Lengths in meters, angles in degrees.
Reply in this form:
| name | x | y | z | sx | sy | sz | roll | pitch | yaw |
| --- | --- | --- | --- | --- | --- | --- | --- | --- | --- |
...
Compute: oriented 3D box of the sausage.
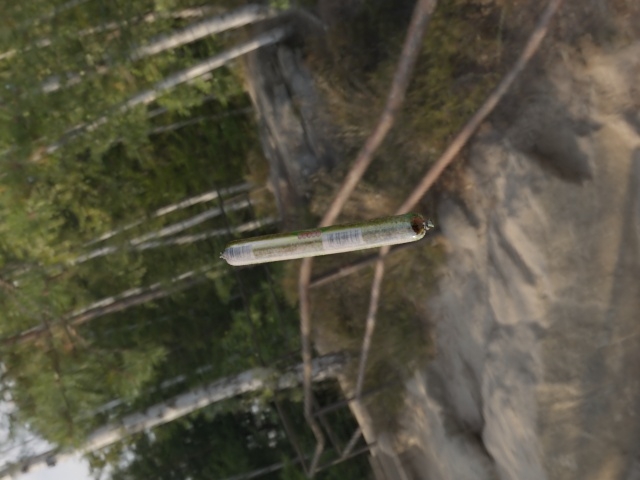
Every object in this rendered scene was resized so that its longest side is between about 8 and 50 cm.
| name | x | y | z | sx | sy | sz | roll | pitch | yaw |
| --- | --- | --- | --- | --- | --- | --- | --- | --- | --- |
| sausage | 0.000 | 0.001 | 0.917 | 0.033 | 0.269 | 0.033 | -8 | -90 | -67 |
